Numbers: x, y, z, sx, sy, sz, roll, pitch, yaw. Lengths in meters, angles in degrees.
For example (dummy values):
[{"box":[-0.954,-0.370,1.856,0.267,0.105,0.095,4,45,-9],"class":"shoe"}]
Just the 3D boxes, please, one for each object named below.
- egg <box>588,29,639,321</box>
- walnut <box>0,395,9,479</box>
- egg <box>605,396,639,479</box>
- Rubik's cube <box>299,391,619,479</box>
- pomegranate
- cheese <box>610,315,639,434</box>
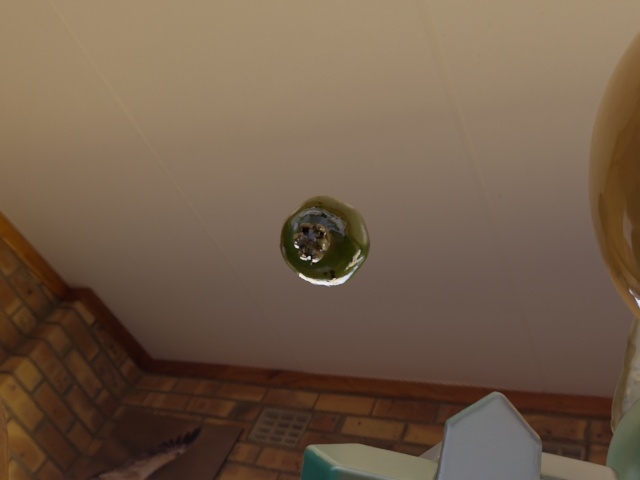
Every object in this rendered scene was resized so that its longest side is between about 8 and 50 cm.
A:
[{"box":[0.263,-0.040,0.388,0.201,0.244,0.201,22,-13,5],"class":"egg"},{"box":[-0.440,0.242,0.707,0.336,0.209,0.209,48,-32,37],"class":"walnut"},{"box":[0.328,0.171,0.494,0.168,0.168,0.231,39,-54,-7],"class":"egg"},{"box":[0.076,0.228,0.407,0.213,0.224,0.265,9,-83,17],"class":"Rubik's cube"},{"box":[0.000,0.000,0.787,0.115,0.142,0.114,0,-91,14],"class":"pomegranate"},{"box":[0.512,0.226,0.871,0.174,0.248,0.251,4,-35,48],"class":"cheese"}]
